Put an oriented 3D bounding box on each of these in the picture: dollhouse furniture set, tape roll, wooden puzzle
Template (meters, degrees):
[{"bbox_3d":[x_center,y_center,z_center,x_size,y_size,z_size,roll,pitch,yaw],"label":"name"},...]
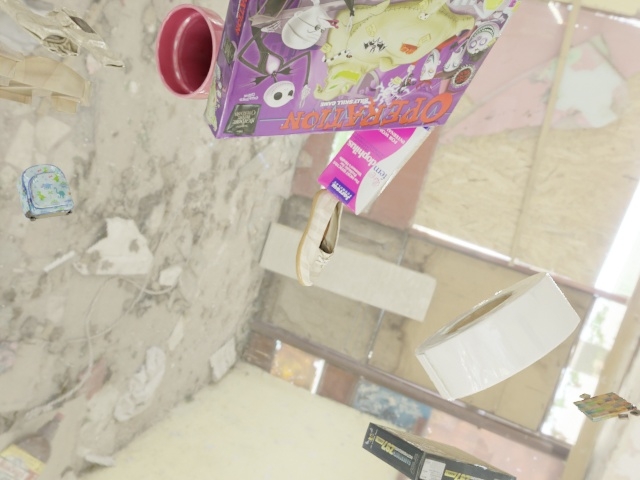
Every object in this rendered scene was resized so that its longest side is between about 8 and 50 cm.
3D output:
[{"bbox_3d":[-0.448,-0.307,0.807,0.356,0.304,0.173,3,97,-57],"label":"dollhouse furniture set"},{"bbox_3d":[0.315,0.173,0.993,0.286,0.100,0.286,-31,172,-5],"label":"tape roll"},{"bbox_3d":[0.320,0.188,0.613,0.083,0.050,0.006,-72,147,-86],"label":"wooden puzzle"}]

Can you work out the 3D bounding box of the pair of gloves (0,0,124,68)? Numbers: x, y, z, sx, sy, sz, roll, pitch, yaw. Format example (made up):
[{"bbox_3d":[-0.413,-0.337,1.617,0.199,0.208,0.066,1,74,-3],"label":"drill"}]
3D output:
[{"bbox_3d":[-0.577,-0.473,1.216,0.042,0.204,0.240,-51,168,21],"label":"pair of gloves"}]

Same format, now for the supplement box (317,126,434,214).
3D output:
[{"bbox_3d":[0.110,-0.172,1.080,0.220,0.111,0.114,-52,175,18],"label":"supplement box"}]

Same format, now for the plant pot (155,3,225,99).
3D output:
[{"bbox_3d":[-0.242,-0.419,1.239,0.180,0.201,0.201,-12,123,-51],"label":"plant pot"}]

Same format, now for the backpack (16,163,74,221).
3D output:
[{"bbox_3d":[-0.618,-0.113,1.222,0.105,0.084,0.114,-16,84,-44],"label":"backpack"}]

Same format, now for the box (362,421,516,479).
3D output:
[{"bbox_3d":[0.223,0.424,1.039,0.183,0.233,0.059,0,-112,64],"label":"box"}]

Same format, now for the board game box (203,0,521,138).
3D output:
[{"bbox_3d":[0.055,-0.214,0.616,0.347,0.056,0.208,-11,151,-31],"label":"board game box"}]

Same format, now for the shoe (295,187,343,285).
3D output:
[{"bbox_3d":[0.000,0.000,1.159,0.077,0.058,0.218,-5,113,-53],"label":"shoe"}]
